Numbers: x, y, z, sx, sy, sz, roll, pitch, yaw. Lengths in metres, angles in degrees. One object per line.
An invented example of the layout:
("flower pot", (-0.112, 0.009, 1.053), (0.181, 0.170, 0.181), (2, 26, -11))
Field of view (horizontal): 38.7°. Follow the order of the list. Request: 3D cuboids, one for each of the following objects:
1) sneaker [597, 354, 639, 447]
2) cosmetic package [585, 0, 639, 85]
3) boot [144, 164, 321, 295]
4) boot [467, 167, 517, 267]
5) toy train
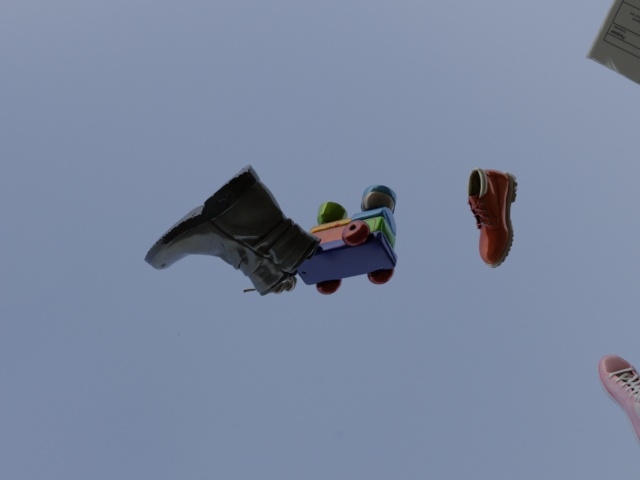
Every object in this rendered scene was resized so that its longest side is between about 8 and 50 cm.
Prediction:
("sneaker", (0.374, 0.178, 1.068), (0.051, 0.070, 0.134), (-13, -128, -10))
("cosmetic package", (0.460, -0.321, 1.070), (0.153, 0.129, 0.296), (37, -60, 26))
("boot", (-0.126, 0.020, 1.263), (0.161, 0.246, 0.083), (50, -145, -8))
("boot", (0.259, -0.038, 1.433), (0.085, 0.059, 0.157), (13, -103, -38))
("toy train", (0.000, 0.000, 1.378), (0.105, 0.248, 0.143), (56, -146, -35))
